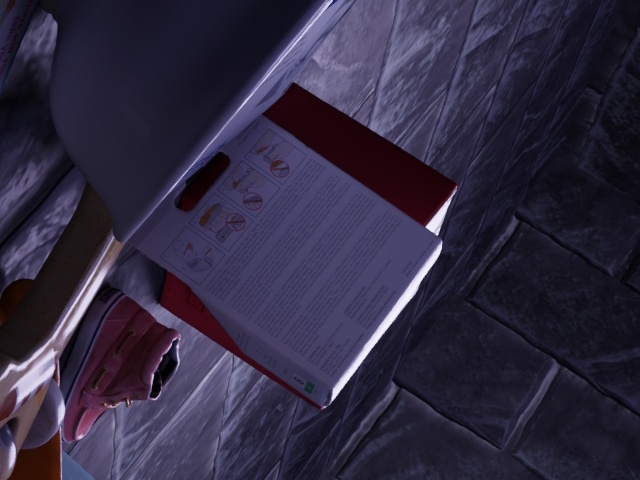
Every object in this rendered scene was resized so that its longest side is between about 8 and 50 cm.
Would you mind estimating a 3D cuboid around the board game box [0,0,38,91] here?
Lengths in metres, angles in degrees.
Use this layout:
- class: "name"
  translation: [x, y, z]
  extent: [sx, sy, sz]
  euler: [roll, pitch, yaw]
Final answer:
- class: "board game box"
  translation: [-0.206, -0.104, 0.984]
  extent: [0.154, 0.026, 0.103]
  euler: [-63, 167, 22]

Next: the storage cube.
- class: "storage cube"
  translation: [-0.011, 0.004, 1.663]
  extent: [0.215, 0.193, 0.184]
  euler: [-48, 165, -37]

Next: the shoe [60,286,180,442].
- class: "shoe"
  translation: [-0.182, 0.128, 1.552]
  extent: [0.063, 0.081, 0.178]
  euler: [-42, 160, -53]

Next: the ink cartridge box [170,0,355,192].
- class: "ink cartridge box"
  translation: [-0.034, -0.161, 1.377]
  extent: [0.224, 0.045, 0.223]
  euler: [-52, 177, 38]

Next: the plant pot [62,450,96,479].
- class: "plant pot"
  translation: [-0.239, 0.360, 1.499]
  extent: [0.248, 0.252, 0.247]
  euler: [-61, 169, 15]

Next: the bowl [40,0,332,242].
- class: "bowl"
  translation: [-0.072, -0.152, 1.058]
  extent: [0.298, 0.134, 0.298]
  euler: [-49, -176, 5]

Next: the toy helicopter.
- class: "toy helicopter"
  translation: [-0.200, 0.081, 1.237]
  extent: [0.355, 0.140, 0.235]
  euler: [-60, 171, -5]

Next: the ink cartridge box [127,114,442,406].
- class: "ink cartridge box"
  translation: [-0.034, 0.009, 1.503]
  extent: [0.181, 0.224, 0.056]
  euler: [-52, 170, -28]
